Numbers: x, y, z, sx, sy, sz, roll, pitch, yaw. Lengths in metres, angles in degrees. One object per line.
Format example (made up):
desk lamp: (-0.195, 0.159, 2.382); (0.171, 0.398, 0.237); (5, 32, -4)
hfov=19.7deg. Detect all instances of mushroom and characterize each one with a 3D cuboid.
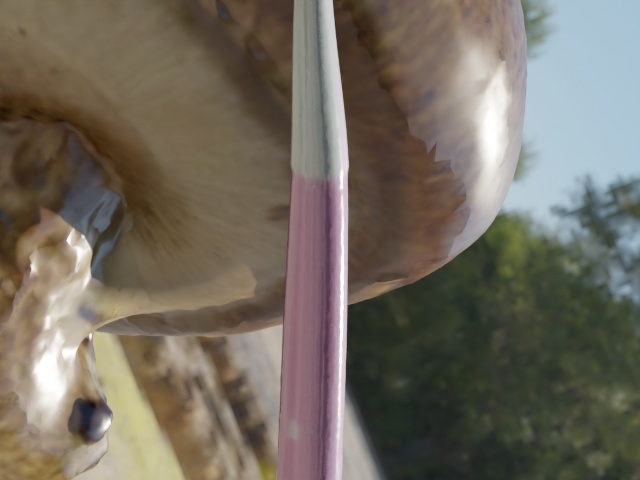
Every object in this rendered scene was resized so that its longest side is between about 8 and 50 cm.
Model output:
mushroom: (-0.088, -0.061, 0.708); (0.345, 0.345, 0.260); (68, 37, -45)

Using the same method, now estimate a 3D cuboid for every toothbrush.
toothbrush: (0.000, 0.000, 0.477); (0.020, 0.025, 0.286); (21, -57, 32)
